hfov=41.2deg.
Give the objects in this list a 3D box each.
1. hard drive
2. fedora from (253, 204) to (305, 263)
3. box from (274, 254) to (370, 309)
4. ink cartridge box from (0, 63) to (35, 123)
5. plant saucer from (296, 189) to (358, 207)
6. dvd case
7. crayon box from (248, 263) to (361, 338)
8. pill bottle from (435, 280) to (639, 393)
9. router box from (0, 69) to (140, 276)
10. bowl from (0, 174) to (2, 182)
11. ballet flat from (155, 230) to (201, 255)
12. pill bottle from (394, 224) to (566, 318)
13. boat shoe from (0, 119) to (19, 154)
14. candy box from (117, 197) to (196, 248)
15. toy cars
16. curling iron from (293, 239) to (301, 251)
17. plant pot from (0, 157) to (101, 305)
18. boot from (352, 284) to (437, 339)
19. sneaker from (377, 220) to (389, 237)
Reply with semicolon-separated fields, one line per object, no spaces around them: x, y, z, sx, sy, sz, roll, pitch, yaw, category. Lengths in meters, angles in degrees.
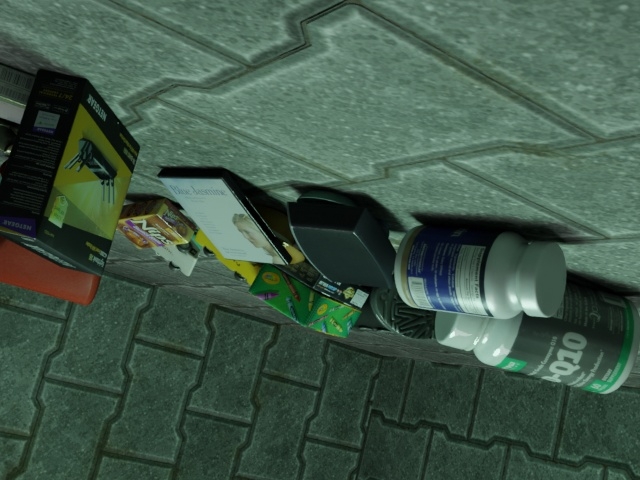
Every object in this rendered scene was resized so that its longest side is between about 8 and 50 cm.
0.046;0.015;1.572;0.172;0.054;0.254;6;154;25;hard drive
-0.112;-0.021;1.752;0.194;0.079;0.194;20;164;6;fedora
-0.021;0.070;1.886;0.220;0.051;0.175;28;179;44;box
-0.532;-0.228;1.323;0.171;0.056;0.235;18;166;-22;ink cartridge box
0.017;-0.067;1.521;0.119;0.021;0.119;13;169;2;plant saucer
-0.182;-0.043;1.636;0.180;0.022;0.253;5;142;40;dvd case
-0.031;0.143;1.981;0.165;0.081;0.278;30;180;24;crayon box
0.427;0.168;1.700;0.361;0.204;0.204;15;169;-6;pill bottle
-0.389;-0.091;1.334;0.081;0.242;0.309;13;169;5;router box
-0.724;-0.116;1.631;0.312;0.163;0.311;34;142;31;bowl
-0.422;-0.011;2.162;0.248;0.087;0.083;16;169;-9;ballet flat
0.275;0.056;1.470;0.265;0.153;0.153;6;166;37;pill bottle
-0.560;-0.184;1.564;0.066;0.066;0.183;6;177;16;boat shoe
-0.387;-0.037;1.952;0.187;0.053;0.109;-8;137;41;candy box
-0.279;0.003;2.034;0.394;0.087;0.176;7;129;33;toy cars
0.000;0.000;1.830;0.068;0.035;0.274;17;169;-16;curling iron
-0.546;-0.045;1.773;0.268;0.267;0.236;19;156;-24;plant pot
0.158;0.174;2.246;0.367;0.146;0.445;20;171;-33;boot
0.080;-0.004;1.684;0.069;0.082;0.209;31;148;-8;sneaker
